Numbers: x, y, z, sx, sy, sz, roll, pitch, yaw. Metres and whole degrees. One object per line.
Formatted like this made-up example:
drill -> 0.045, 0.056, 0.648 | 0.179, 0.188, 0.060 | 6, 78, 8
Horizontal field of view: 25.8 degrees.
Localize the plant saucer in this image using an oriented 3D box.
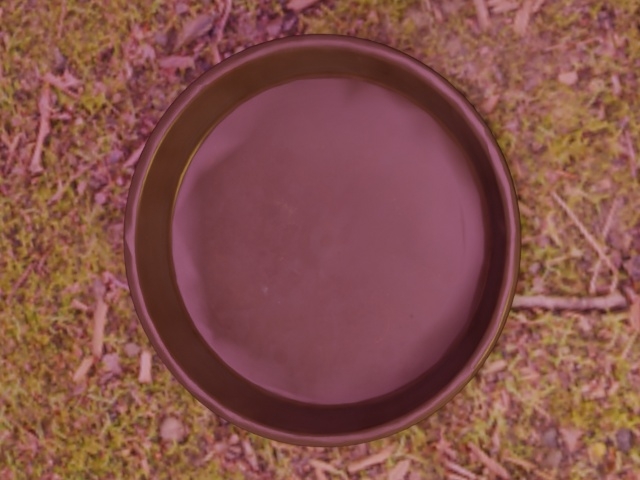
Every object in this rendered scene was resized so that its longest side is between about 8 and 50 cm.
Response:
plant saucer -> 0.000, 0.000, 0.950 | 0.277, 0.041, 0.278 | 0, 92, 15
